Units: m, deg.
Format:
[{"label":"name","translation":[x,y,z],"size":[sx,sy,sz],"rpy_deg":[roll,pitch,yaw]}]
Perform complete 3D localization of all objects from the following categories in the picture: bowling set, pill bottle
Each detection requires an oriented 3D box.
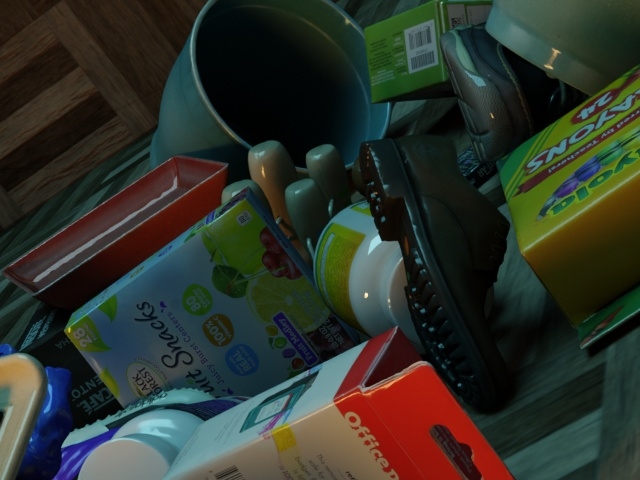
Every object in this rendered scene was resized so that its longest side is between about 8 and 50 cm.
[{"label":"bowling set","translation":[0.000,0.000,1.814],"size":[0.199,0.154,0.287],"rpy_deg":[-10,22,24]},{"label":"pill bottle","translation":[0.071,0.031,1.486],"size":[0.117,0.117,0.208],"rpy_deg":[-39,13,-7]},{"label":"pill bottle","translation":[-0.095,0.173,1.300],"size":[0.108,0.108,0.193],"rpy_deg":[-33,-12,19]}]

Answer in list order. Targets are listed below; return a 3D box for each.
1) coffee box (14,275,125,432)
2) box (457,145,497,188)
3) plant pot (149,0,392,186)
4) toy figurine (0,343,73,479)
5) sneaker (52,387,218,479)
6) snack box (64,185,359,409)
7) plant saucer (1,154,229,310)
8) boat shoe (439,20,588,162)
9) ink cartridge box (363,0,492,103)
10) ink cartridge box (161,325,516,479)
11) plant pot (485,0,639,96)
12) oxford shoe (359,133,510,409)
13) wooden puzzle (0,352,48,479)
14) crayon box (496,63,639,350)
[{"label":"coffee box","translation":[-0.239,0.095,2.080],"size":[0.168,0.119,0.297],"rpy_deg":[-31,14,12]},{"label":"box","translation":[0.156,-0.074,1.851],"size":[0.067,0.018,0.083],"rpy_deg":[-40,13,-14]},{"label":"plant pot","translation":[-0.087,-0.148,2.267],"size":[0.272,0.271,0.255],"rpy_deg":[-47,2,-38]},{"label":"toy figurine","translation":[-0.268,0.197,1.455],"size":[0.362,0.191,0.217],"rpy_deg":[-27,50,38]},{"label":"sneaker","translation":[-0.215,0.235,1.566],"size":[0.293,0.102,0.146],"rpy_deg":[-32,15,23]},{"label":"snack box","translation":[-0.097,0.083,1.624],"size":[0.207,0.174,0.070],"rpy_deg":[-36,9,8]},{"label":"plant saucer","translation":[-0.230,-0.006,2.054],"size":[0.259,0.048,0.258],"rpy_deg":[-35,14,-12]},{"label":"boat shoe","translation":[0.197,-0.173,1.808],"size":[0.130,0.132,0.355],"rpy_deg":[-18,15,7]},{"label":"ink cartridge box","translation":[0.208,-0.228,2.123],"size":[0.255,0.097,0.189],"rpy_deg":[-5,-2,-25]},{"label":"ink cartridge box","translation":[0.025,0.149,1.154],"size":[0.231,0.134,0.078],"rpy_deg":[-28,15,33]},{"label":"plant pot","translation":[0.268,-0.234,1.619],"size":[0.196,0.293,0.293],"rpy_deg":[-62,8,13]},{"label":"oxford shoe","translation":[0.106,0.015,1.330],"size":[0.096,0.227,0.083],"rpy_deg":[-12,-23,-12]},{"label":"wooden puzzle","translation":[-0.298,0.203,1.292],"size":[0.221,0.044,0.239],"rpy_deg":[-16,53,45]},{"label":"crayon box","translation":[0.247,-0.048,1.377],"size":[0.202,0.081,0.318],"rpy_deg":[-34,14,10]}]
